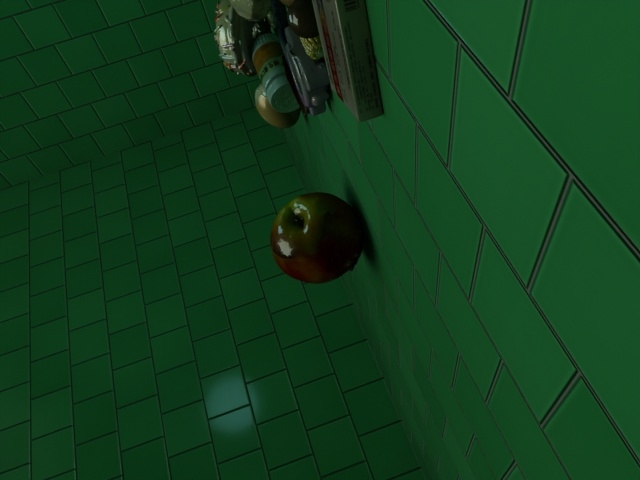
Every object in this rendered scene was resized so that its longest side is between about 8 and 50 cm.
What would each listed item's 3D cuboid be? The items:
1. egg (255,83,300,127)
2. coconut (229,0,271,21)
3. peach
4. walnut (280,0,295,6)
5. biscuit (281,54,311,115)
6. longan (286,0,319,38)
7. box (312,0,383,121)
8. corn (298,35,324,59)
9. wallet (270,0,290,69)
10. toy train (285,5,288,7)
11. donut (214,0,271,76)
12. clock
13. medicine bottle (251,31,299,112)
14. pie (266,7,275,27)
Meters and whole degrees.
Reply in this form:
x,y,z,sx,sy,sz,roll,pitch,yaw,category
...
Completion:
x,y,z,sx,sy,sz,roll,pitch,yaw,category
-0.182,-0.607,2.401,0.244,0.201,0.201,59,-177,-35,egg
-0.255,-0.922,1.995,0.194,0.195,0.194,161,90,-86,coconut
0.000,0.000,1.999,0.370,0.370,0.369,161,90,-86,peach
-0.065,-0.643,1.388,0.124,0.105,0.105,-103,-2,-50,walnut
-0.068,-0.567,1.973,0.106,0.070,0.252,76,173,-58,biscuit
-0.023,-0.547,1.348,0.119,0.106,0.106,18,-147,-36,longan
0.043,-0.451,1.146,0.214,0.069,0.353,-115,9,-52,box
-0.031,-0.577,1.489,0.072,0.072,0.203,79,171,-63,corn
-0.130,-0.765,1.817,0.379,0.046,0.190,76,-172,-61,wallet
-0.099,-0.765,1.676,0.103,0.044,0.064,77,178,-50,toy train
-0.333,-0.892,2.335,0.383,0.143,0.382,6,-90,-74,donut
-0.040,-0.525,1.701,0.248,0.090,0.227,78,172,-72,clock
-0.175,-0.685,2.208,0.158,0.158,0.318,78,172,-61,medicine bottle
-0.217,-0.969,2.180,0.240,0.054,0.240,162,90,-87,pie
